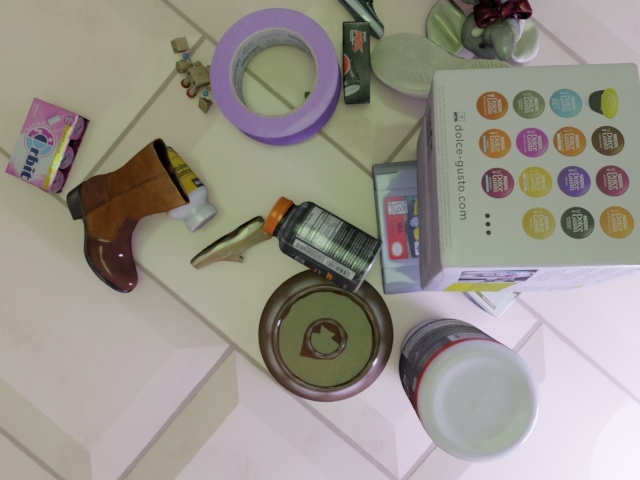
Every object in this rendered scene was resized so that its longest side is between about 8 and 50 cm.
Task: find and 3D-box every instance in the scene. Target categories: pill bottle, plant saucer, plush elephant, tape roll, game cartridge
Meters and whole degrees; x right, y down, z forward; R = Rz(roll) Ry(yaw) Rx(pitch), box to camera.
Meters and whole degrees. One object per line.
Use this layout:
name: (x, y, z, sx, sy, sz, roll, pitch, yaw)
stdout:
pill bottle: (0.267, 0.268, 1.130, 0.210, 0.363, 0.210, 0, 91, 0)
plant saucer: (0.012, 0.217, 1.289, 0.310, 0.050, 0.311, 0, 92, 2)
plush elephant: (0.359, -0.482, 1.177, 0.271, 0.330, 0.255, -5, 115, 5)
tape roll: (-0.094, -0.350, 1.238, 0.274, 0.090, 0.275, 0, 89, 8)
pill bottle: (-0.313, -0.111, 1.253, 0.103, 0.103, 0.184, -41, 91, 1)
game cartridge: (0.225, -0.033, 1.279, 0.196, 0.060, 0.294, -6, 92, -3)
pill bottle: (0.000, 0.000, 1.238, 0.245, 0.130, 0.130, 30, 92, 4)

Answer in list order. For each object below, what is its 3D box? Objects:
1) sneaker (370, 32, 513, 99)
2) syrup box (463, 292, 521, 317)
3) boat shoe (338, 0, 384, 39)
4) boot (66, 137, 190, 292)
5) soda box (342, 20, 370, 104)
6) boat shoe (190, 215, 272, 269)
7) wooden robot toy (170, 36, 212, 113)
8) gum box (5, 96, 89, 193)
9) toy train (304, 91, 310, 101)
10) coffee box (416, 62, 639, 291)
sneaker: (0.266, -0.334, 1.225, 0.350, 0.148, 0.131, 32, 96, 31)
syrup box: (0.420, 0.050, 1.258, 0.096, 0.093, 0.237, 41, 91, -1)
boat shoe: (0.095, -0.535, 1.257, 0.083, 0.065, 0.183, -42, 90, 3)
boot: (-0.379, -0.043, 1.212, 0.280, 0.096, 0.264, -21, 88, 25)
soda box: (0.078, -0.384, 1.239, 0.060, 0.053, 0.169, -2, 114, 1)
boat shoe: (-0.196, 0.022, 1.279, 0.190, 0.068, 0.072, -30, 103, 1)
wooden robot toy: (-0.266, -0.371, 1.278, 0.079, 0.076, 0.173, -28, 91, -34)
gum box: (-0.607, -0.206, 1.273, 0.107, 0.062, 0.188, 22, 92, 0)
toy train: (-0.026, -0.294, 1.286, 0.017, 0.024, 0.083, -6, 91, 1)
coffee box: (0.360, -0.088, 1.051, 0.334, 0.338, 0.338, -1, 78, 4)
